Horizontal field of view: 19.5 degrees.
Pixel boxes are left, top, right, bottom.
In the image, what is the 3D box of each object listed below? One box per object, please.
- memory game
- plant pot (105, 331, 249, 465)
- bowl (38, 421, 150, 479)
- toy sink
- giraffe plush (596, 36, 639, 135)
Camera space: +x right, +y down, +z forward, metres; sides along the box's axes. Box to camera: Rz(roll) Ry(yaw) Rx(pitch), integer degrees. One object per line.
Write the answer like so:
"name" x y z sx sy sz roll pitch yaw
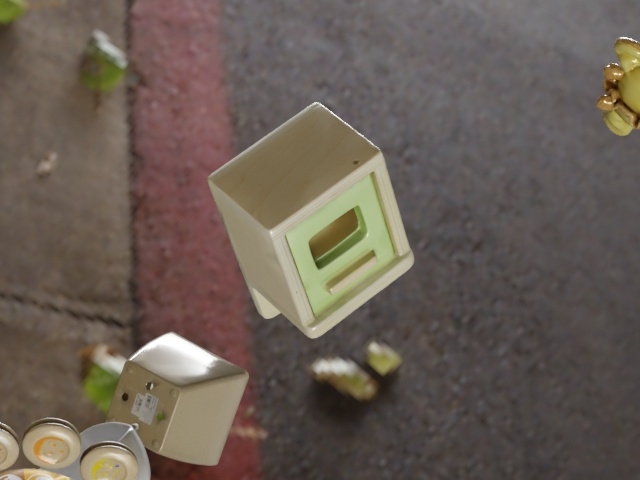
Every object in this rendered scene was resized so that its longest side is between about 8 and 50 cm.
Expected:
"memory game" -0.184 0.185 1.188 0.186 0.186 0.012 25 31 -18
"plant pot" -0.157 0.165 1.908 0.109 0.109 0.096 26 12 26
"bowl" -0.181 0.192 1.306 0.142 0.142 0.053 -42 101 -21
"toy sink" 0.000 0.000 2.003 0.153 0.234 0.131 -35 48 -17
"giraffe plush" 0.355 -0.135 1.765 0.170 0.181 0.210 21 30 17
